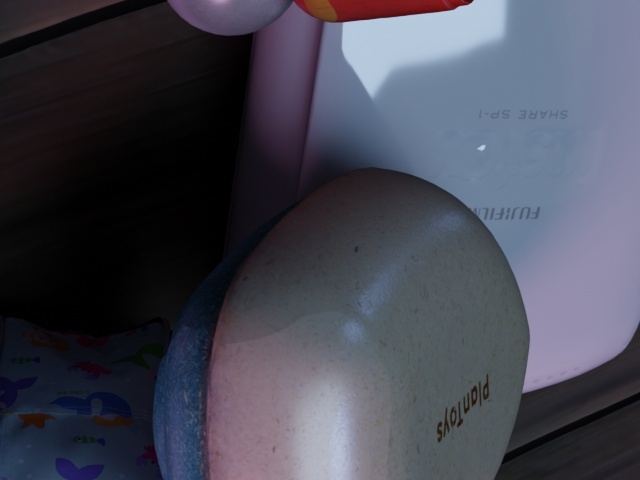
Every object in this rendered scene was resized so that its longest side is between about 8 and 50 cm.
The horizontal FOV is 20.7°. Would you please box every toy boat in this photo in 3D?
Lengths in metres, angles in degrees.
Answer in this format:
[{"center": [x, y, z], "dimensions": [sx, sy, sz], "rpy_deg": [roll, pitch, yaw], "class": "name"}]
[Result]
[{"center": [0.000, 0.000, 0.794], "dimensions": [0.267, 0.148, 0.318], "rpy_deg": [-19, 110, -64], "class": "toy boat"}]

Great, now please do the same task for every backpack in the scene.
[{"center": [-0.134, 0.172, 0.846], "dimensions": [0.191, 0.253, 0.225], "rpy_deg": [-1, 117, -14], "class": "backpack"}]

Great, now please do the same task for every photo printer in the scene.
[{"center": [0.077, -0.049, 0.962], "dimensions": [0.256, 0.107, 0.308], "rpy_deg": [-1, 115, -25], "class": "photo printer"}]
